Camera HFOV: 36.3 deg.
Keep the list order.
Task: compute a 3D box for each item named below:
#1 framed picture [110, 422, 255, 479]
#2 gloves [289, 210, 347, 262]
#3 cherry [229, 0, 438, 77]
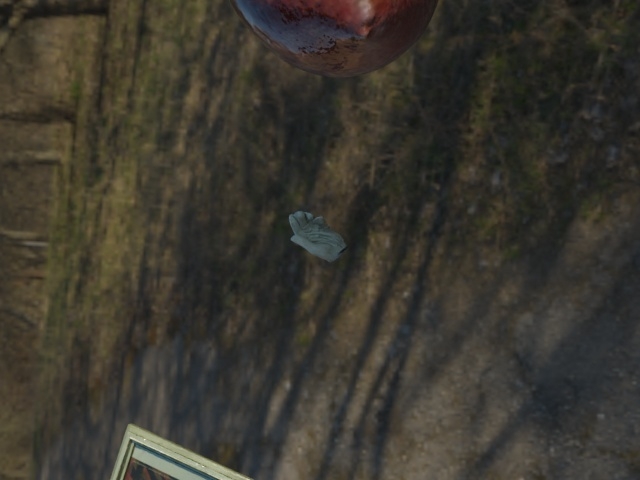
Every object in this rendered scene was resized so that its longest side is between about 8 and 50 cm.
[{"bbox_3d":[-0.171,0.373,1.107,0.016,0.216,0.273,3,-75,-72],"label":"framed picture"},{"bbox_3d":[-0.002,0.000,1.032,0.037,0.081,0.044,-19,25,52],"label":"gloves"},{"bbox_3d":[0.002,-0.252,0.890,0.206,0.239,0.239,-5,80,34],"label":"cherry"}]
